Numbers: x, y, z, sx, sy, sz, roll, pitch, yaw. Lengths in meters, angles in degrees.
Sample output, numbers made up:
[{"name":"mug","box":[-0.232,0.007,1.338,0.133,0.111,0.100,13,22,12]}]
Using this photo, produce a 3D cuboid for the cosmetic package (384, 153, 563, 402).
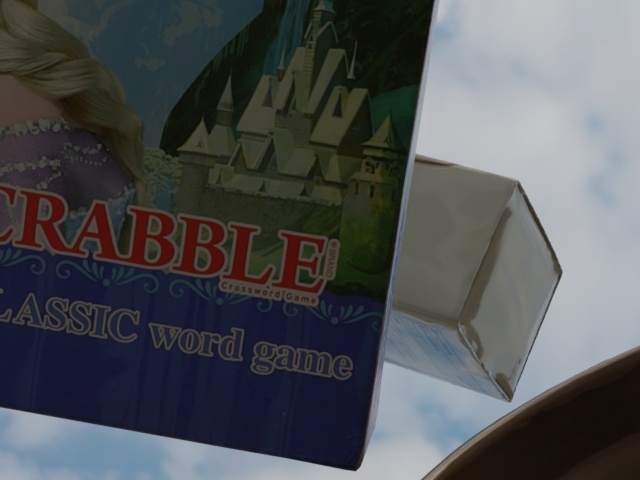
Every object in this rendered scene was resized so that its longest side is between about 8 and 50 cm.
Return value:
[{"name":"cosmetic package","box":[0.000,0.000,1.045,0.113,0.309,0.160,-66,-27,-16]}]

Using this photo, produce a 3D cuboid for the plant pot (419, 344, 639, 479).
[{"name":"plant pot","box":[0.182,0.178,0.618,0.263,0.263,0.229,-29,-83,-12]}]

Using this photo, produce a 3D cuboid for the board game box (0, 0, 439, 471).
[{"name":"board game box","box":[-0.114,-0.104,0.509,0.318,0.066,0.318,9,-82,5]}]
